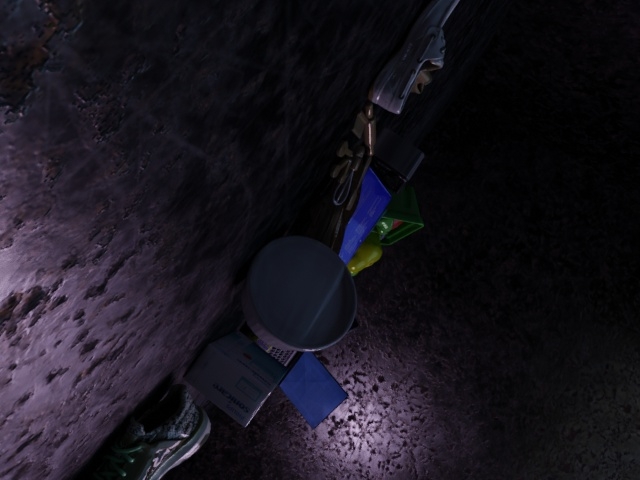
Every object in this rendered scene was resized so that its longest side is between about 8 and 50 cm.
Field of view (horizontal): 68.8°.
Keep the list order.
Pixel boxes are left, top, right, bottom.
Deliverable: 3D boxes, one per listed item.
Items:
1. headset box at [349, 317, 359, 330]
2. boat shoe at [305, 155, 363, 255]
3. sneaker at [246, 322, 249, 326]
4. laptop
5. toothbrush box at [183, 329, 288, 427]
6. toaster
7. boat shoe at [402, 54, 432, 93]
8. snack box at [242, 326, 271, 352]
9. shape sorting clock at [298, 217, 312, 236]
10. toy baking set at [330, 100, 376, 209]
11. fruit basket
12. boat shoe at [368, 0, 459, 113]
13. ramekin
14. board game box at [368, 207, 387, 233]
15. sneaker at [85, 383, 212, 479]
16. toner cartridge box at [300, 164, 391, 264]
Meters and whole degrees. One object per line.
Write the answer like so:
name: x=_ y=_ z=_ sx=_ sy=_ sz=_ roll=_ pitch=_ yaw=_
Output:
headset box: x=-0.012 y=0.294 z=1.992 sx=0.247 sy=0.282 sz=0.131 roll=-20 pitch=164 yaw=-14
boat shoe: x=0.019 y=-0.072 z=1.221 sx=0.122 sy=0.110 sz=0.340 roll=7 pitch=102 yaw=-71
sneaker: x=-0.209 y=0.252 z=1.629 sx=0.119 sy=0.047 sz=0.057 roll=-49 pitch=161 yaw=-47
laptop: x=-0.165 y=0.591 z=1.893 sx=0.381 sy=0.409 sz=0.236 roll=120 pitch=-31 yaw=-44
toothbrush box: x=-0.235 y=0.391 z=1.374 sx=0.126 sy=0.216 sz=0.295 roll=-54 pitch=173 yaw=1
toaster: x=0.202 y=-0.239 z=1.397 sx=0.110 sy=0.168 sz=0.185 roll=-56 pitch=175 yaw=-7
boat shoe: x=0.244 y=-0.415 z=1.149 sx=0.068 sy=0.072 sz=0.190 roll=-54 pitch=174 yaw=3
snack box: x=-0.199 y=0.322 z=1.690 sx=0.207 sy=0.070 sz=0.175 roll=-50 pitch=-164 yaw=-24
shape sorting clock: x=0.000 y=0.000 z=1.437 sx=0.206 sy=0.040 sz=0.206 roll=-25 pitch=129 yaw=-35
toy baking set: x=0.075 y=-0.189 z=1.077 sx=0.196 sy=0.030 sz=0.256 roll=-56 pitch=157 yaw=-20
fruit basket: x=0.209 y=-0.021 z=1.866 sx=0.392 sy=0.283 sz=0.391 roll=-170 pitch=-90 yaw=-77
boat shoe: x=0.214 y=-0.387 z=0.965 sx=0.277 sy=0.096 sz=0.098 roll=-55 pitch=173 yaw=12
ramekin: x=-0.060 y=0.135 z=1.099 sx=0.273 sy=0.273 sz=0.127 roll=-49 pitch=-176 yaw=-36
board game box: x=0.114 y=-0.082 z=1.624 sx=0.210 sy=0.160 sz=0.047 roll=-49 pitch=173 yaw=-33
sneaker: x=-0.420 y=0.468 z=1.020 sx=0.410 sy=0.158 sz=0.181 roll=-44 pitch=138 yaw=-48
toner cartridge box: x=0.062 y=-0.044 z=1.388 sx=0.347 sy=0.075 sz=0.165 roll=-55 pitch=135 yaw=-9
